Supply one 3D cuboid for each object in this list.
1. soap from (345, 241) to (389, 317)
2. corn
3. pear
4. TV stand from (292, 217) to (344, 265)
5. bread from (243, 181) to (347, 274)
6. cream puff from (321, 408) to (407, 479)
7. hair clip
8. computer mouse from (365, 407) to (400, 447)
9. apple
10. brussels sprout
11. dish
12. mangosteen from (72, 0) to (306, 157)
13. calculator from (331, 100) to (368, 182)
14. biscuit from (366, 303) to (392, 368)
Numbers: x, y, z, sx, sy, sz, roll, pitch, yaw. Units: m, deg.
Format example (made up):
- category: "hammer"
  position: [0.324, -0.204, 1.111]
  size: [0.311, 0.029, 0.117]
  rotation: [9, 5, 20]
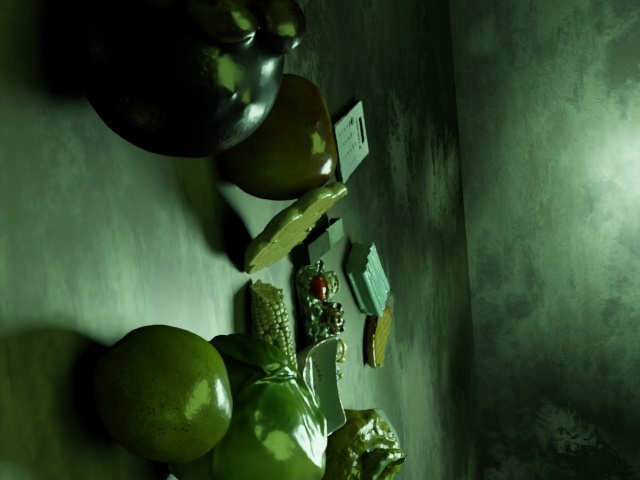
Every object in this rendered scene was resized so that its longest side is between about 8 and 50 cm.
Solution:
- category: "soap"
  position: [0.128, 0.107, 2.223]
  size: [0.198, 0.063, 0.114]
  rotation: [68, 30, -44]
- category: "corn"
  position: [-0.092, 0.182, 1.599]
  size: [0.087, 0.087, 0.211]
  rotation: [-20, 108, -69]
- category: "pear"
  position: [-0.211, 0.207, 1.132]
  size: [0.198, 0.198, 0.198]
  rotation: [-2, 90, -70]
- category: "TV stand"
  position: [0.000, 0.000, 1.921]
  size: [0.256, 0.040, 0.049]
  rotation: [-40, 124, -65]
- category: "bread"
  position: [-0.061, -0.022, 1.536]
  size: [0.039, 0.251, 0.182]
  rotation: [52, 36, 12]
- category: "cream puff"
  position: [0.099, 0.516, 1.887]
  size: [0.282, 0.185, 0.282]
  rotation: [21, 63, -48]
- category: "hair clip"
  position: [0.014, 0.203, 1.871]
  size: [0.138, 0.091, 0.321]
  rotation: [-29, 114, -64]
- category: "computer mouse"
  position: [0.109, 0.581, 2.099]
  size: [0.197, 0.095, 0.331]
  rotation: [59, 42, -27]
- category: "apple"
  position: [-0.079, -0.187, 1.535]
  size: [0.237, 0.207, 0.237]
  rotation: [-10, 90, -87]
- category: "brussels sprout"
  position: [-0.127, 0.295, 1.320]
  size: [0.294, 0.227, 0.259]
  rotation: [51, 42, -20]
- category: "dish"
  position: [-0.018, 0.322, 1.776]
  size: [0.151, 0.077, 0.212]
  rotation: [-26, 113, -58]
- category: "mangosteen"
  position: [-0.165, -0.260, 1.108]
  size: [0.297, 0.313, 0.297]
  rotation: [-12, 90, -75]
- category: "calculator"
  position: [0.079, -0.265, 2.183]
  size: [0.261, 0.021, 0.161]
  rotation: [-53, 138, -59]
- category: "biscuit"
  position: [0.169, 0.271, 2.371]
  size: [0.228, 0.031, 0.176]
  rotation: [-20, 108, -70]
